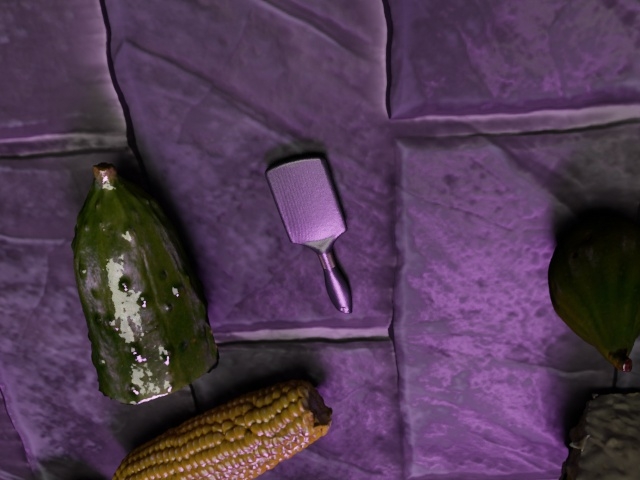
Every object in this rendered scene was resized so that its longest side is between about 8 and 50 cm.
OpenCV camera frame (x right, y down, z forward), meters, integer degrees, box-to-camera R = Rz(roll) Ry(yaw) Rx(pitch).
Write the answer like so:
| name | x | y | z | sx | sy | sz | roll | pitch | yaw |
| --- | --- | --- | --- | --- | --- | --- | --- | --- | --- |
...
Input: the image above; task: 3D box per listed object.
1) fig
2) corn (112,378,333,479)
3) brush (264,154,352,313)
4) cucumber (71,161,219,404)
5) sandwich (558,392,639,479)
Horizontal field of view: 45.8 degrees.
| name | x | y | z | sx | sy | sz | roll | pitch | yaw |
| --- | --- | --- | --- | --- | --- | --- | --- | --- | --- |
| fig | 0.260 | 0.054 | 0.698 | 0.117 | 0.177 | 0.117 | 13 | 128 | 17 |
| corn | -0.131 | 0.252 | 0.890 | 0.310 | 0.101 | 0.101 | -31 | 114 | 22 |
| brush | 0.000 | 0.000 | 0.775 | 0.063 | 0.016 | 0.193 | -12 | 119 | 12 |
| cucumber | -0.187 | 0.034 | 0.753 | 0.134 | 0.134 | 0.244 | -3 | 118 | 6 |
| sandwich | 0.380 | 0.303 | 0.773 | 0.262 | 0.325 | 0.131 | -21 | 134 | -22 |
